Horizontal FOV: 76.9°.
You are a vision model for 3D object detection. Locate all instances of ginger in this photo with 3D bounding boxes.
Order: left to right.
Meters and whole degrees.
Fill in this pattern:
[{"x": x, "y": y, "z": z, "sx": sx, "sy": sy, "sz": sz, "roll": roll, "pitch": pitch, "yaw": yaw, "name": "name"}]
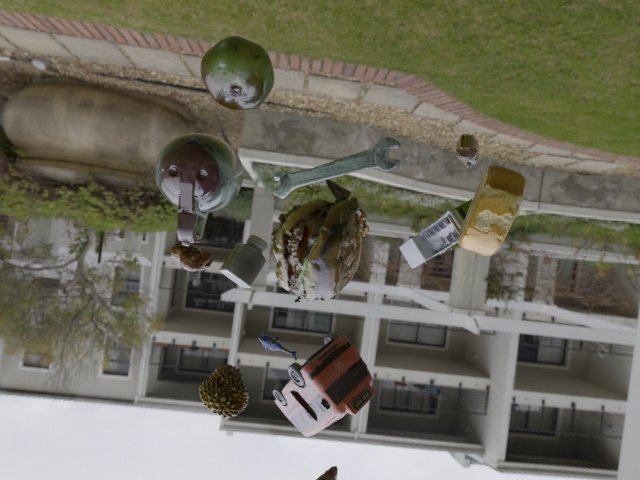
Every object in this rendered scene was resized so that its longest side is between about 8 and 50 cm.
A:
[{"x": -0.409, "y": 0.055, "z": 1.328, "sx": 0.103, "sy": 0.073, "sz": 0.162, "roll": 35, "pitch": -173, "yaw": 20, "name": "ginger"}]

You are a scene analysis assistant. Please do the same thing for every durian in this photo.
[{"x": -0.383, "y": 0.599, "z": 1.638, "sx": 0.183, "sy": 0.137, "sz": 0.249, "roll": 34, "pitch": -172, "yaw": -39, "name": "durian"}]

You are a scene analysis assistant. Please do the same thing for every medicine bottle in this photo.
[{"x": -0.290, "y": 0.077, "z": 1.599, "sx": 0.132, "sy": 0.188, "sz": 0.088, "roll": 41, "pitch": 154, "yaw": -23, "name": "medicine bottle"}]

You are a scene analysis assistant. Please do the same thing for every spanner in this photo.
[{"x": 0.025, "y": -0.152, "z": 0.860, "sx": 0.302, "sy": 0.071, "sz": 0.017, "roll": -11, "pitch": 179, "yaw": 25, "name": "spanner"}]

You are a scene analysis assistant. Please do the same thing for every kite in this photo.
[{"x": 0.079, "y": -0.167, "z": 1.451, "sx": 0.189, "sy": 0.009, "sz": 0.232, "roll": 43, "pitch": -156, "yaw": -11, "name": "kite"}]

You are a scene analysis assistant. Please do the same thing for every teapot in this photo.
[{"x": -0.344, "y": -0.143, "z": 1.115, "sx": 0.234, "sy": 0.314, "sz": 0.312, "roll": 5, "pitch": -171, "yaw": -8, "name": "teapot"}]

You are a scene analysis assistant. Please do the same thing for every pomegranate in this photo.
[{"x": -0.201, "y": -0.431, "z": 1.017, "sx": 0.180, "sy": 0.209, "sz": 0.179, "roll": 4, "pitch": 140, "yaw": 4, "name": "pomegranate"}]

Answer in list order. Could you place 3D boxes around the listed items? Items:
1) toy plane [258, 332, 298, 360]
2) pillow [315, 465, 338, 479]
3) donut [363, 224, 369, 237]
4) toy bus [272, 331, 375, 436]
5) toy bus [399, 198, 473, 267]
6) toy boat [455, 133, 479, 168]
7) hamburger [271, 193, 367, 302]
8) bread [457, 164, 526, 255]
[{"x": -0.160, "y": 0.403, "z": 1.516, "sx": 0.168, "sy": 0.062, "sz": 0.054, "roll": 22, "pitch": -177, "yaw": 9, "name": "toy plane"}, {"x": -0.018, "y": 0.973, "z": 1.486, "sx": 0.084, "sy": 0.222, "sz": 0.236, "roll": 14, "pitch": -174, "yaw": 30, "name": "pillow"}, {"x": 0.000, "y": 0.000, "z": 1.193, "sx": 0.112, "sy": 0.295, "sz": 0.151, "roll": 40, "pitch": 163, "yaw": 31, "name": "donut"}, {"x": 0.003, "y": 0.500, "z": 1.359, "sx": 0.203, "sy": 0.233, "sz": 0.426, "roll": -32, "pitch": 162, "yaw": -35, "name": "toy bus"}, {"x": 0.381, "y": -0.015, "z": 1.280, "sx": 0.139, "sy": 0.113, "sz": 0.301, "roll": -26, "pitch": 168, "yaw": -24, "name": "toy bus"}, {"x": 0.313, "y": -0.186, "z": 0.862, "sx": 0.047, "sy": 0.048, "sz": 0.149, "roll": 7, "pitch": -178, "yaw": 23, "name": "toy boat"}, {"x": 0.016, "y": 0.019, "z": 0.730, "sx": 0.130, "sy": 0.182, "sz": 0.206, "roll": 22, "pitch": -152, "yaw": 34, "name": "hamburger"}, {"x": 0.286, "y": -0.048, "z": 0.664, "sx": 0.073, "sy": 0.149, "sz": 0.122, "roll": 22, "pitch": -173, "yaw": 14, "name": "bread"}]
